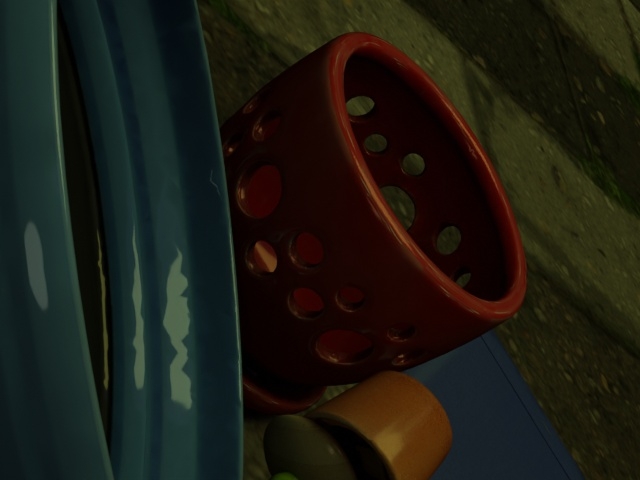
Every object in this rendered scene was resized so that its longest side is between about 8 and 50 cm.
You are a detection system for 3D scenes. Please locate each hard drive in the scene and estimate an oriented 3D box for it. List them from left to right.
[{"bbox_3d":[0.102,0.177,1.318,0.210,0.040,0.319,58,23,-1],"label":"hard drive"}]

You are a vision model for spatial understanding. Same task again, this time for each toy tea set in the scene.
[{"bbox_3d":[0.075,0.234,1.061,0.336,0.200,0.124,47,53,8],"label":"toy tea set"}]

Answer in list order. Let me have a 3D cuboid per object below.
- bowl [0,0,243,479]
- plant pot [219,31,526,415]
[{"bbox_3d":[-0.104,-0.006,0.884,0.391,0.077,0.391,-6,90,-84],"label":"bowl"},{"bbox_3d":[0.000,0.000,1.162,0.191,0.174,0.191,45,26,-29],"label":"plant pot"}]
